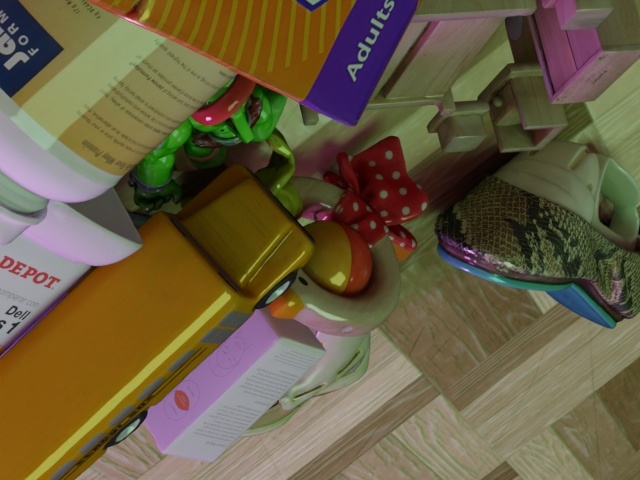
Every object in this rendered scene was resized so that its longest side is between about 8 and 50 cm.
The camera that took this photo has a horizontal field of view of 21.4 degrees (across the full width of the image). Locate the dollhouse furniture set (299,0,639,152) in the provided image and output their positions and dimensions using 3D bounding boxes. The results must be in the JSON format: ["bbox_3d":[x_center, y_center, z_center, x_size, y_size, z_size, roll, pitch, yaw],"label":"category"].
[{"bbox_3d":[0.073,-0.199,1.446,0.356,0.173,0.303,-5,160,-20],"label":"dollhouse furniture set"}]

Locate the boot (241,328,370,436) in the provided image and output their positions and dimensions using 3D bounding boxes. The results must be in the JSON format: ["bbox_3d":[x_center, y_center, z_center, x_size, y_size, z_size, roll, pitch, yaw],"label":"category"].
[{"bbox_3d":[-0.024,0.115,1.819,0.213,0.077,0.165,-24,148,-30],"label":"boot"}]

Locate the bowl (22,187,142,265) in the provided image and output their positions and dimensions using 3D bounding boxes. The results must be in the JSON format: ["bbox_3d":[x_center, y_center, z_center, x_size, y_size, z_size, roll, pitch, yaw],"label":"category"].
[{"bbox_3d":[-0.216,-0.043,1.323,0.053,0.142,0.142,-41,144,9],"label":"bowl"}]

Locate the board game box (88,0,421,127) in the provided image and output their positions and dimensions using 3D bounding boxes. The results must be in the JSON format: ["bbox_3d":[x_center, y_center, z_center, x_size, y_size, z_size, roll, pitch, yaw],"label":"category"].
[{"bbox_3d":[-0.117,-0.317,0.763,0.356,0.357,0.356,20,99,-55],"label":"board game box"}]

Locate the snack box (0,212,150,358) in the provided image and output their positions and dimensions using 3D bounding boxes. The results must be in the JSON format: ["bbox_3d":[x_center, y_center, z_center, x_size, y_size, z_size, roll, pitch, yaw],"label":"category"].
[{"bbox_3d":[-0.223,0.067,1.556,0.207,0.070,0.174,-48,148,21],"label":"snack box"}]

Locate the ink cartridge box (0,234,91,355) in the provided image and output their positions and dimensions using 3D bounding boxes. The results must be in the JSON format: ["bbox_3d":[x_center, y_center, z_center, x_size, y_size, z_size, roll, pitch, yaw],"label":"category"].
[{"bbox_3d":[-0.353,0.048,1.348,0.278,0.117,0.201,-43,149,9],"label":"ink cartridge box"}]

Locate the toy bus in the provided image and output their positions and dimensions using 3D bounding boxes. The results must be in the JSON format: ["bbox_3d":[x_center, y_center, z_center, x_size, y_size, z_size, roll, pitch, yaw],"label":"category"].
[{"bbox_3d":[-0.160,0.079,1.424,0.333,0.108,0.130,-43,170,4],"label":"toy bus"}]

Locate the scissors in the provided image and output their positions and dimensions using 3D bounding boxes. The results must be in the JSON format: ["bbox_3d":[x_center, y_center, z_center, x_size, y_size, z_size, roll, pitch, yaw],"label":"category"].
[{"bbox_3d":[-0.112,-0.128,1.290,0.021,0.297,0.109,42,70,-26],"label":"scissors"}]

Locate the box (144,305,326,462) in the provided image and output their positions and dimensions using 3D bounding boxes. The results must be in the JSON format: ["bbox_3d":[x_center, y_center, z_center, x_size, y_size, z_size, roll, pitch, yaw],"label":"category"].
[{"bbox_3d":[-0.106,0.115,1.682,0.170,0.130,0.091,-44,150,14],"label":"box"}]

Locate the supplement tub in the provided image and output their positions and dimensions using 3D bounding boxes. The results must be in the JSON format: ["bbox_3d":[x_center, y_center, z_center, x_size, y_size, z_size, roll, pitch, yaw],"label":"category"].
[{"bbox_3d":[-0.161,-0.170,1.138,0.316,0.228,0.228,-41,149,7],"label":"supplement tub"}]

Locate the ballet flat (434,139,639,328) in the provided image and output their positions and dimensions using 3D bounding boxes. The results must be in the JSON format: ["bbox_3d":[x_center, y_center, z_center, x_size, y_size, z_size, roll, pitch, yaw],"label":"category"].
[{"bbox_3d":[0.270,-0.020,1.892,0.483,0.164,0.182,20,97,-61],"label":"ballet flat"}]

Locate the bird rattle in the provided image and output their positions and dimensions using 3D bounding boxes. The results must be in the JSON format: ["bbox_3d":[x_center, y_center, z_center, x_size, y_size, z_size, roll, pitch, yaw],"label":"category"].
[{"bbox_3d":[0.000,0.000,1.582,0.143,0.206,0.254,-34,146,33],"label":"bird rattle"}]

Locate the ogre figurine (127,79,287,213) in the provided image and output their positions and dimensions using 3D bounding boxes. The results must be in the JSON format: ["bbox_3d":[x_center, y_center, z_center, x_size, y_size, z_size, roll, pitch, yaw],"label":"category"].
[{"bbox_3d":[-0.085,-0.112,1.429,0.197,0.096,0.118,-22,160,-3],"label":"ogre figurine"}]

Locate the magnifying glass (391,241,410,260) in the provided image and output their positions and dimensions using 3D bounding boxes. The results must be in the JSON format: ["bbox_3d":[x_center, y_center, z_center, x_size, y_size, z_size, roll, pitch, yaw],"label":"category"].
[{"bbox_3d":[0.016,-0.001,1.757,0.231,0.026,0.092,9,127,-48],"label":"magnifying glass"}]
